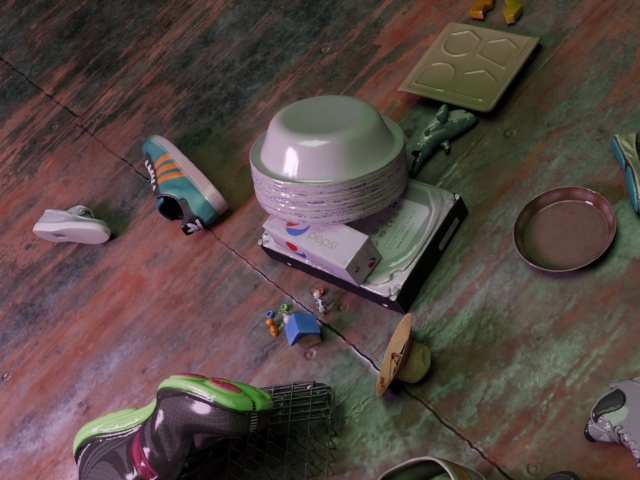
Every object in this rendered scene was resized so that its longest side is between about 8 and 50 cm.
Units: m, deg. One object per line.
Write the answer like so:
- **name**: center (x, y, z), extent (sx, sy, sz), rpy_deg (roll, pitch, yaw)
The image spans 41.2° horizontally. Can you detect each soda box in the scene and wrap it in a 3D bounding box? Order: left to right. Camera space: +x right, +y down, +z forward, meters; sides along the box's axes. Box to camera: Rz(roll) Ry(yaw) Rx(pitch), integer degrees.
- **soda box**: center (0.000, 0.000, 1.515), extent (0.216, 0.069, 0.074), rpy_deg (26, 73, 39)

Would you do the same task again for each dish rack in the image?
- **dish rack**: center (-0.062, 0.362, 1.380), extent (0.208, 0.074, 0.272), rpy_deg (-11, 52, 20)

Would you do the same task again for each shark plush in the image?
- **shark plush**: center (0.226, -0.193, 1.626), extent (0.067, 0.073, 0.161), rpy_deg (39, 73, 9)

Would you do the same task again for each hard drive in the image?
- **hard drive**: center (0.072, -0.026, 1.584), extent (0.339, 0.064, 0.237), rpy_deg (22, 70, 38)

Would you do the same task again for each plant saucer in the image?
- **plant saucer**: center (0.407, -0.015, 1.417), extent (0.168, 0.029, 0.169), rpy_deg (-14, 53, 20)

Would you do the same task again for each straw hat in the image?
- **straw hat**: center (0.145, 0.196, 1.384), extent (0.061, 0.144, 0.145), rpy_deg (23, 65, -3)

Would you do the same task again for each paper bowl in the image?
- **paper bowl**: center (0.013, -0.161, 1.533), extent (0.284, 0.148, 0.284), rpy_deg (-5, 33, 3)

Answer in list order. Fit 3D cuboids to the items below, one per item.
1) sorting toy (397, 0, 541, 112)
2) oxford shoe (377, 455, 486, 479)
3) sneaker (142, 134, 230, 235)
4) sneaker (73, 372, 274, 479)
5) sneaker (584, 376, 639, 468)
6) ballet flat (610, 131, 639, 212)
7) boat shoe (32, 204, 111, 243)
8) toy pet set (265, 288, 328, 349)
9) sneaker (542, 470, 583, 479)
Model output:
- **sorting toy**: center (0.322, -0.380, 1.715), extent (0.229, 0.041, 0.307), rpy_deg (19, 62, 36)
- **oxford shoe**: center (0.046, 0.458, 1.191), extent (0.449, 0.130, 0.169), rpy_deg (-38, 41, -6)
- **sneaker**: center (-0.323, -0.122, 1.832), extent (0.121, 0.108, 0.302), rpy_deg (-41, 50, -9)
- **sneaker**: center (-0.236, 0.349, 1.369), extent (0.482, 0.185, 0.202), rpy_deg (-34, 51, 41)
- **sneaker**: center (0.431, 0.289, 1.166), extent (0.132, 0.086, 0.229), rpy_deg (-12, 43, 27)
- **ballet flat**: center (0.528, -0.119, 1.410), extent (0.052, 0.057, 0.168), rpy_deg (-11, 53, 9)
- **boat shoe**: center (-0.557, -0.043, 1.922), extent (0.227, 0.079, 0.081), rpy_deg (1, 63, 33)
- **toy pet set**: center (-0.047, 0.138, 1.530), extent (0.122, 0.065, 0.114), rpy_deg (-26, 49, 11)
- **sneaker**: center (0.260, 0.412, 1.147), extent (0.267, 0.106, 0.101), rpy_deg (-44, 46, -8)
